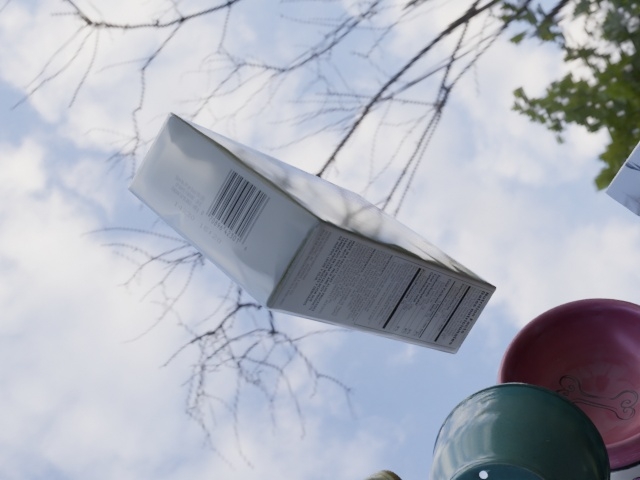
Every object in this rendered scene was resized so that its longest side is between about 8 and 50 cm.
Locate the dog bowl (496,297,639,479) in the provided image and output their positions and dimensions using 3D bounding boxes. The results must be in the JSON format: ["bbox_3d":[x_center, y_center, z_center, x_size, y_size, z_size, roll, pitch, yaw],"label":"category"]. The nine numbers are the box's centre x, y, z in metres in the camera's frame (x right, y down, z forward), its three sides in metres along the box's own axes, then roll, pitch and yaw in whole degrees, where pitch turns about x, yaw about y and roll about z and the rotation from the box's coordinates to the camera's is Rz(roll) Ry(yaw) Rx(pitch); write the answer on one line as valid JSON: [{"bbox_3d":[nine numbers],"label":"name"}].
[{"bbox_3d":[0.508,0.279,1.759,0.150,0.408,0.408,60,-140,-42],"label":"dog bowl"}]

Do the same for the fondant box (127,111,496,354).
[{"bbox_3d":[0.000,0.000,0.989,0.330,0.238,0.096,21,-78,-51],"label":"fondant box"}]

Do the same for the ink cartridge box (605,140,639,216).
[{"bbox_3d":[0.675,-0.175,1.888,0.092,0.219,0.160,37,-137,13],"label":"ink cartridge box"}]

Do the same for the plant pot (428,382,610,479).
[{"bbox_3d":[0.273,0.368,1.365,0.271,0.272,0.255,66,-162,1],"label":"plant pot"}]

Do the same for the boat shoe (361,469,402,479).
[{"bbox_3d":[0.056,0.479,1.369,0.098,0.109,0.302,-4,-73,-40],"label":"boat shoe"}]
